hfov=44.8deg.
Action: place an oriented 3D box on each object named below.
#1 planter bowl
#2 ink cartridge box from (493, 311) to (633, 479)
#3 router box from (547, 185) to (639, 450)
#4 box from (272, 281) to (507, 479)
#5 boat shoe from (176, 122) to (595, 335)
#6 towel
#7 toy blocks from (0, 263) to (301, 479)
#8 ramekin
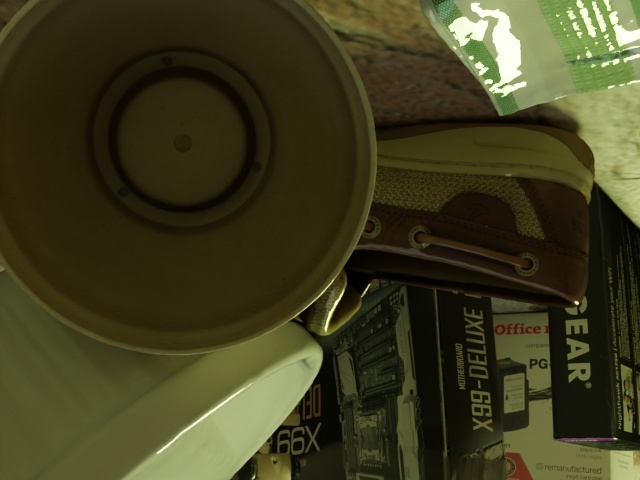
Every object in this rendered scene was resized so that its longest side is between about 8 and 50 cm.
[{"bbox_3d":[-0.065,-0.042,0.360,0.162,0.162,0.109,7,-169,-11],"label":"planter bowl"},{"bbox_3d":[0.302,0.214,1.003,0.172,0.237,0.100,-7,158,36],"label":"ink cartridge box"},{"bbox_3d":[0.213,0.063,0.585,0.046,0.178,0.133,-10,159,34],"label":"router box"},{"bbox_3d":[0.053,0.163,0.808,0.077,0.242,0.307,12,157,-30],"label":"box"},{"bbox_3d":[0.000,0.000,0.510,0.342,0.123,0.123,1,164,13],"label":"boat shoe"},{"bbox_3d":[0.132,-0.093,0.330,0.152,0.023,0.113,-6,163,30],"label":"towel"},{"bbox_3d":[-0.217,0.126,0.733,0.309,0.288,0.260,14,159,-43],"label":"toy blocks"},{"bbox_3d":[-0.137,0.112,0.449,0.127,0.273,0.273,47,173,15],"label":"ramekin"}]
